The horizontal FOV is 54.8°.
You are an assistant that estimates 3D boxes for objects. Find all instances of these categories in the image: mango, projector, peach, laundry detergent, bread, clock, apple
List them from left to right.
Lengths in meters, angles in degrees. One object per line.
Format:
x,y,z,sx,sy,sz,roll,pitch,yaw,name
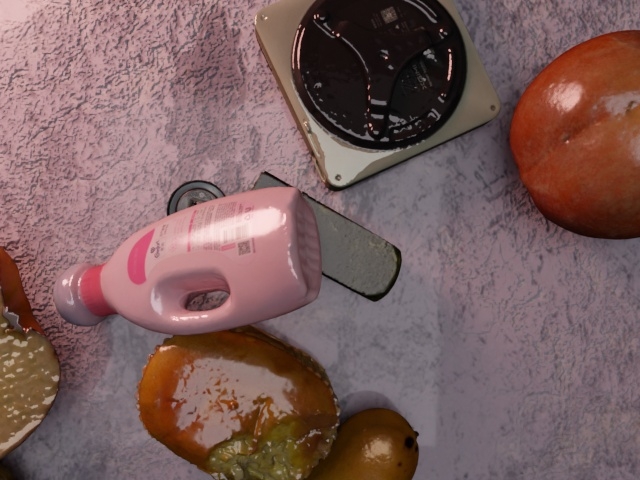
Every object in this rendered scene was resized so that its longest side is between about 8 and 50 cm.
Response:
-0.452,0.114,0.733,0.251,0.163,0.293,-20,103,-14,apple
-0.165,0.039,0.736,0.335,0.088,0.159,-14,64,20,laundry detergent
-0.164,-0.039,0.829,0.085,0.017,0.085,0,89,-4,clock
-0.100,0.202,0.771,0.250,0.133,0.179,28,83,-4,bread
0.053,0.299,0.798,0.115,0.090,0.178,37,91,-6,mango
0.076,-0.231,0.821,0.259,0.079,0.257,-25,89,-6,projector
0.364,-0.122,0.767,0.252,0.252,0.252,0,88,-4,peach

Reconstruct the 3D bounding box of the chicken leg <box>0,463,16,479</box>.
-0.493,0.438,0.660,0.201,0.152,0.429,54,53,-21,chicken leg

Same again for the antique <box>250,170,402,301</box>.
0.000,0.000,0.810,0.221,0.080,0.081,30,87,-4,antique
